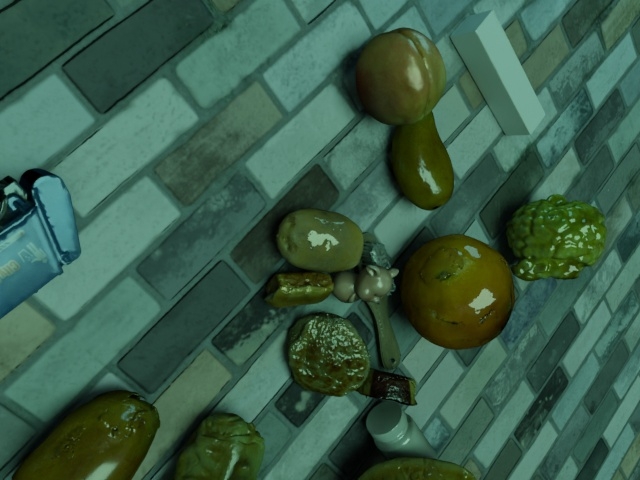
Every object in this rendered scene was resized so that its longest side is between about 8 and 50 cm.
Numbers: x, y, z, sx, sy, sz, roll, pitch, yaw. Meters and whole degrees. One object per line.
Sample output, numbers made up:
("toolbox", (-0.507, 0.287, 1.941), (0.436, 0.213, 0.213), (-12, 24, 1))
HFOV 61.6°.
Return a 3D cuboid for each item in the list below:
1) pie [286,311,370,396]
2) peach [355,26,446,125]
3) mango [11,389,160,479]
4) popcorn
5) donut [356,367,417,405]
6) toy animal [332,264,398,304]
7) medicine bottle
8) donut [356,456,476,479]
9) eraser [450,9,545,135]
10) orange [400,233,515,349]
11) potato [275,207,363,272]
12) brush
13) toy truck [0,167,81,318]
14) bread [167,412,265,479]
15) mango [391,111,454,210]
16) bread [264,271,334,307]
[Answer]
("pie", (0.012, 0.231, 1.086), (0.163, 0.079, 0.193), (-28, 108, -11))
("peach", (0.153, -0.319, 1.038), (0.184, 0.184, 0.184), (-5, 100, -32))
("mango", (-0.361, 0.348, 0.837), (0.248, 0.151, 0.156), (-45, 148, -25))
("popcorn", (0.576, 0.008, 1.344), (0.251, 0.206, 0.237), (-51, 135, -3))
("donut", (0.142, 0.312, 1.149), (0.140, 0.140, 0.059), (19, 78, -33))
("toy animal", (0.078, 0.086, 1.072), (0.083, 0.150, 0.089), (-47, 121, -66))
("medicine bottle", (0.183, 0.456, 1.211), (0.103, 0.103, 0.187), (-44, 117, -20))
("donut", (0.206, 0.607, 1.148), (0.330, 0.160, 0.330), (-6, 124, -9))
("eraser", (0.417, -0.380, 1.248), (0.076, 0.078, 0.298), (-51, 119, -16))
("orange", (0.292, 0.109, 1.151), (0.246, 0.246, 0.246), (-5, 100, -32))
("potato", (0.000, 0.000, 1.023), (0.178, 0.109, 0.118), (12, 125, -29))
("brush", (0.135, 0.140, 1.159), (0.070, 0.065, 0.327), (-24, 111, -30))
("toy truck", (-0.492, 0.036, 0.695), (0.367, 0.146, 0.175), (-42, 121, -21))
("bread", (-0.198, 0.440, 0.952), (0.152, 0.130, 0.268), (32, 79, -27))
("mango", (0.215, -0.175, 1.143), (0.136, 0.099, 0.228), (-14, 97, -25))
("bread", (-0.040, 0.095, 1.033), (0.132, 0.074, 0.053), (4, 58, -35))
